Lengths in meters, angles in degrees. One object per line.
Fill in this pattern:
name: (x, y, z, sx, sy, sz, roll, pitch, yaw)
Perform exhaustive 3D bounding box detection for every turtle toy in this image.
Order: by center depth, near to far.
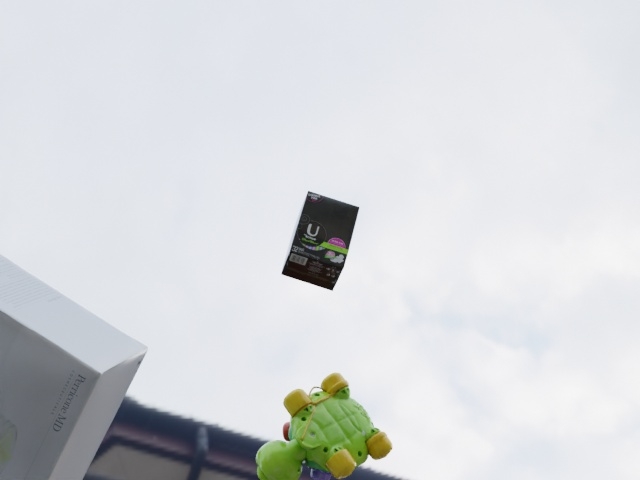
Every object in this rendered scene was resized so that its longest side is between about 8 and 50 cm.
turtle toy: (-0.003, 0.186, 1.068, 0.130, 0.095, 0.066, -18, -28, -40)

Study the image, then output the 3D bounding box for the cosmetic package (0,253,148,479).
cosmetic package: (-0.360, 0.173, 1.334, 0.224, 0.138, 0.224, 30, -75, 8)

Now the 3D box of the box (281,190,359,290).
box: (0.000, 0.000, 1.237, 0.062, 0.083, 0.052, 19, -35, -3)
